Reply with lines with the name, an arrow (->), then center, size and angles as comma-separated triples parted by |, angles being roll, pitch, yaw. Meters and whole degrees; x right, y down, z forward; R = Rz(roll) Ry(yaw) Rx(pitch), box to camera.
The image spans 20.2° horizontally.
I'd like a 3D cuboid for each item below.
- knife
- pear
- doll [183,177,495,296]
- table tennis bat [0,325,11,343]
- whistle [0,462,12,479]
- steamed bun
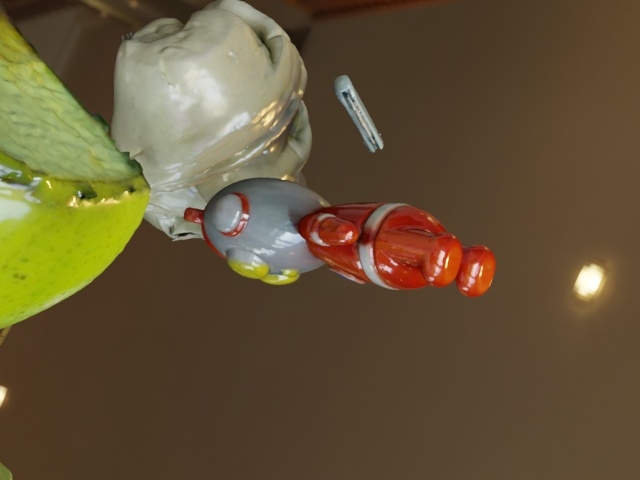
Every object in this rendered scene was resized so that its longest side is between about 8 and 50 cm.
knife -> 0.046, -0.144, 2.100 | 0.023, 0.162, 0.044 | -28, -117, 4
pear -> -0.274, -0.041, 1.068 | 0.292, 0.159, 0.292 | 8, -76, 35
doll -> 0.000, 0.000, 1.779 | 0.336, 0.200, 0.105 | 11, -92, 31
table tennis bat -> -0.477, 0.170, 2.311 | 0.329, 0.044, 0.215 | -54, 176, -34
whistle -> -0.386, 0.145, 1.541 | 0.106, 0.288, 0.131 | -51, -158, 16
steamed bun -> -0.109, -0.125, 1.990 | 0.320, 0.206, 0.275 | -37, 142, -73
